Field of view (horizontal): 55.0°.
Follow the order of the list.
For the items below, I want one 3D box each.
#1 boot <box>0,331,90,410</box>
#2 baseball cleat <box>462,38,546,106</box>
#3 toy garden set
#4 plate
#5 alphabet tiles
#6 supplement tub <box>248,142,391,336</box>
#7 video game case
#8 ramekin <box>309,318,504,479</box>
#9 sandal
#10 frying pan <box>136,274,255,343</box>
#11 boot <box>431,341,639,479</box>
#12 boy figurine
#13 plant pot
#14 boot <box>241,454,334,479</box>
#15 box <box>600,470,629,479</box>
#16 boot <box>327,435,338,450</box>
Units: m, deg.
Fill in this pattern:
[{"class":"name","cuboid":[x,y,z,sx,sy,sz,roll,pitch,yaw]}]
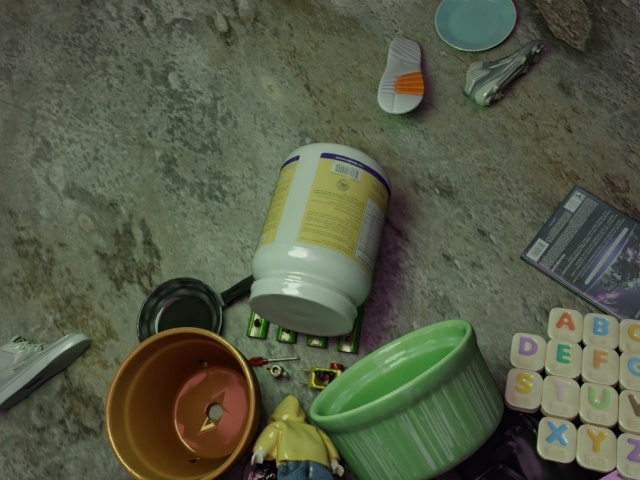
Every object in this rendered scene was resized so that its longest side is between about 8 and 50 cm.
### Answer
[{"class":"boot","cuboid":[-0.650,0.256,1.378,0.258,0.095,0.123,-37,75,-1]},{"class":"baseball cleat","cuboid":[0.407,-0.397,1.393,0.206,0.072,0.109,-43,62,-8]},{"class":"toy garden set","cuboid":[-0.045,0.210,1.292,0.245,0.049,0.203,6,73,14]},{"class":"plate","cuboid":[0.369,-0.527,1.470,0.188,0.024,0.188,-4,70,10]},{"class":"alphabet tiles","cuboid":[0.449,0.234,0.990,0.284,0.021,0.277,8,53,19]},{"class":"supplement tub","cuboid":[0.000,0.000,1.228,0.241,0.241,0.331,8,63,14]},{"class":"video game case","cuboid":[0.576,0.036,1.235,0.274,0.026,0.196,37,82,19]},{"class":"ramekin","cuboid":[0.148,0.269,1.014,0.304,0.303,0.148,-30,91,1]},{"class":"sandal","cuboid":[0.189,-0.368,1.434,0.102,0.076,0.265,13,53,1]},{"class":"frying pan","cuboid":[-0.265,0.131,1.365,0.197,0.053,0.326,40,81,21]},{"class":"boot","cuboid":[0.433,0.377,0.987,0.446,0.146,0.367,-27,58,-14]},{"class":"boy figurine","cuboid":[-0.049,0.396,1.136,0.092,0.177,0.285,-69,25,19]},{"class":"plant pot","cuboid":[-0.241,0.331,1.210,0.291,0.203,0.290,-3,71,10]},{"class":"boot","cuboid":[-0.065,0.535,1.169,0.179,0.085,0.236,-1,72,9]},{"class":"box","cuboid":[0.543,0.399,1.103,0.322,0.058,0.232,28,79,20]},{"class":"boot","cuboid":[0.094,0.306,1.214,0.176,0.088,0.244,11,78,17]}]
